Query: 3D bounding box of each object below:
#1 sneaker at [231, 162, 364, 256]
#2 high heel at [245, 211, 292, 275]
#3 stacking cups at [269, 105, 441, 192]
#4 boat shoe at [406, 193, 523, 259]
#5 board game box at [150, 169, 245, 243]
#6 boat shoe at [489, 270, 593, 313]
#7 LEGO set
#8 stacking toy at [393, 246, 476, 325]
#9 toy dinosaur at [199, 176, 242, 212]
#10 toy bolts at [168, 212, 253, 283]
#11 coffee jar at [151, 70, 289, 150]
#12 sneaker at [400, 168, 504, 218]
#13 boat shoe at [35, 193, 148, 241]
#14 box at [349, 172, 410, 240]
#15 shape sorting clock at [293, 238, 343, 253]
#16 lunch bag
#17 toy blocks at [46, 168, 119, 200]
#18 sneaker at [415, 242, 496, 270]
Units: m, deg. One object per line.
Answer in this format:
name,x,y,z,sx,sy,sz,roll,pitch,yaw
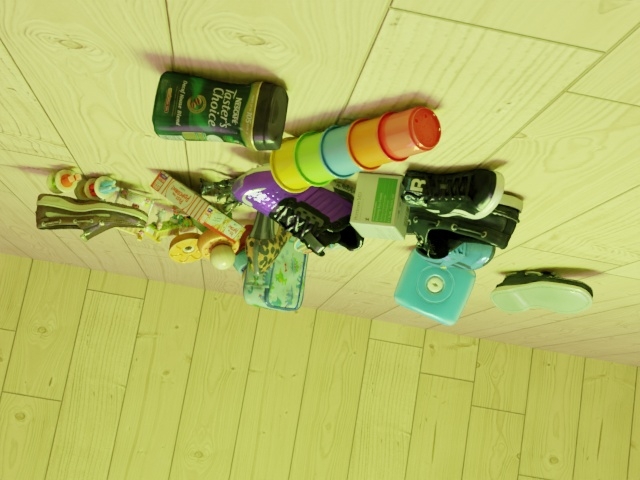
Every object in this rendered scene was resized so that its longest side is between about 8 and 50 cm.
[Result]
sneaker,-0.025,-0.047,1.594,0.293,0.146,0.102,13,143,-34
high heel,-0.096,0.003,1.858,0.093,0.186,0.261,6,168,17
stacking cups,0.053,-0.133,1.296,0.096,0.096,0.316,18,166,-37
boat shoe,0.240,-0.019,1.657,0.340,0.113,0.127,-2,164,45
board game box,-0.262,-0.071,1.847,0.146,0.045,0.193,35,179,24
boat shoe,0.563,0.120,2.154,0.302,0.091,0.114,-1,132,50
LEGO set,-0.414,-0.071,2.081,0.287,0.107,0.132,11,-156,-30
stacking toy,0.303,0.111,2.221,0.175,0.166,0.302,23,-178,9
toy dinosaur,-0.171,-0.104,1.717,0.118,0.064,0.268,-4,175,-28
toy bolts,-0.239,0.048,2.089,0.218,0.158,0.228,-39,142,28
coffee jar,-0.139,-0.182,1.210,0.184,0.096,0.079,7,171,8
sneaker,0.208,-0.083,1.451,0.121,0.079,0.217,12,170,-20
boat shoe,-0.526,-0.040,1.959,0.257,0.095,0.095,8,170,4
box,0.114,-0.062,1.580,0.087,0.101,0.102,6,167,19
shape sorting clock,0.040,-0.014,1.870,0.206,0.040,0.206,-13,166,-3
lunch bag,-0.099,0.060,2.064,0.090,0.219,0.176,4,171,29
toy blocks,-0.530,-0.127,1.920,0.123,0.054,0.148,18,166,-39
sneaker,0.303,0.026,1.945,0.082,0.069,0.209,22,164,-33
